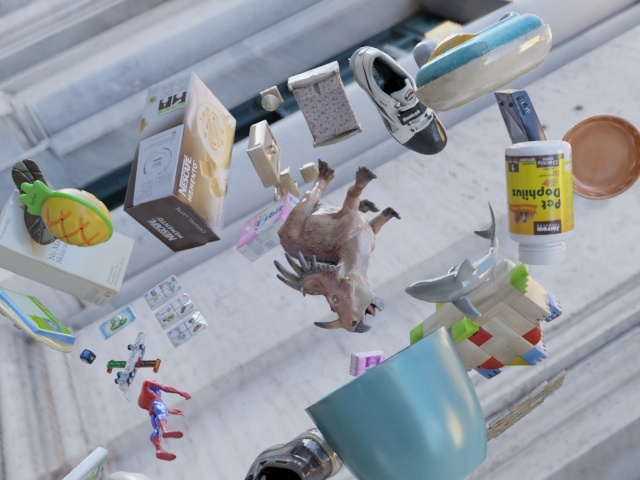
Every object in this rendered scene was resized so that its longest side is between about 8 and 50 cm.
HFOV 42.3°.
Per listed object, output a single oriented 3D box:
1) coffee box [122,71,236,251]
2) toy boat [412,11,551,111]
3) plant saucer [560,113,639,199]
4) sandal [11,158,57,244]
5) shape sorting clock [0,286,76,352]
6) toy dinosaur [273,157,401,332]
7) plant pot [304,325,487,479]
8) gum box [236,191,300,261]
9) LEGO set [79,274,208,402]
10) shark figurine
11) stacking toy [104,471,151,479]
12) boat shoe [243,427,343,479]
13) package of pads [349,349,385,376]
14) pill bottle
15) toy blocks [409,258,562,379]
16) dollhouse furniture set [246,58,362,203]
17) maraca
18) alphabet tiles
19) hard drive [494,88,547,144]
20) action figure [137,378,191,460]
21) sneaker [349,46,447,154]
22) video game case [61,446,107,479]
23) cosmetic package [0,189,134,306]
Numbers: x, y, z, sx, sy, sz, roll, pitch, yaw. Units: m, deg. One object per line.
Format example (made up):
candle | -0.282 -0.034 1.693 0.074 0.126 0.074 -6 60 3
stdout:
coffee box | -0.222 -0.127 1.342 0.141 0.098 0.247 47 38 -47
toy boat | 0.264 -0.335 1.555 0.148 0.267 0.318 63 -13 -6
plant saucer | 0.639 -0.192 1.892 0.037 0.200 0.200 -78 144 -71
sandal | -0.652 -0.086 1.913 0.219 0.090 0.060 60 -13 18
shape sorting clock | -0.582 0.160 1.668 0.206 0.040 0.206 38 1 0
toy dinosaur | 0.000 0.000 1.162 0.127 0.200 0.295 44 -9 -26
plant pot | 0.154 0.325 1.464 0.235 0.293 0.293 59 -10 8
gum box | -0.135 -0.031 2.161 0.062 0.188 0.107 41 37 -23
LEGO set | -0.350 0.198 1.639 0.182 0.244 0.060 46 -14 44
shark figurine | 0.335 0.050 1.835 0.166 0.278 0.116 36 -20 34
stacking toy | -0.483 0.837 1.985 0.350 0.480 0.351 24 -30 15
boat shoe | -0.096 0.502 1.734 0.132 0.130 0.355 52 -45 11
package of pads | 0.104 0.274 1.851 0.032 0.083 0.050 20 -74 51
pill bottle | 0.396 -0.069 1.496 0.117 0.117 0.215 -152 -125 -72
toy blocks | 0.449 0.223 2.060 0.261 0.381 0.191 35 32 -20
dollhouse furniture set | 0.004 -0.264 2.135 0.174 0.355 0.303 -91 159 -57
maraca | -0.476 -0.051 1.551 0.185 0.099 0.127 27 -41 -10
alphabet tiles | 0.500 0.433 2.093 0.011 0.285 0.342 53 0 22
hard drive | 0.533 -0.275 2.152 0.172 0.054 0.255 -109 176 -78
action figure | -0.351 0.410 1.957 0.280 0.139 0.091 43 -64 56
sneaker | 0.202 -0.334 2.036 0.330 0.122 0.146 45 -1 -15
video game case | -0.433 0.475 1.375 0.023 0.193 0.212 22 22 11
cosmetic package | -0.626 0.023 1.992 0.113 0.309 0.160 -36 -142 46
